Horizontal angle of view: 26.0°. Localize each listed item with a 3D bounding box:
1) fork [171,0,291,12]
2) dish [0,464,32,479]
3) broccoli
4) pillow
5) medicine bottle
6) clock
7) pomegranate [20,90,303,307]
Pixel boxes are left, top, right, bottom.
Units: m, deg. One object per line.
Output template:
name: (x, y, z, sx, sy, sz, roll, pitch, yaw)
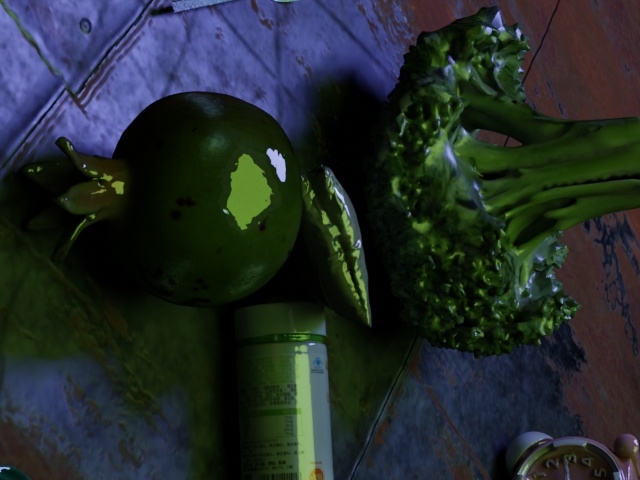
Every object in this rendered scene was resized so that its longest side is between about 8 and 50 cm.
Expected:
fork: (-0.078, -0.244, 1.356, 0.235, 0.021, 0.039, -25, 97, -52)
dish: (-0.259, 0.261, 0.925, 0.246, 0.078, 0.224, 61, 40, -22)
broccoli: (0.193, -0.057, 1.474, 0.249, 0.302, 0.375, 94, -6, -70)
pillow: (0.000, 0.000, 1.271, 0.229, 0.050, 0.148, -155, -129, -81)
medicine bottle: (-0.033, 0.152, 1.256, 0.086, 0.086, 0.183, 11, 73, -52)
clock: (0.287, 0.302, 1.596, 0.093, 0.162, 0.166, 63, 30, -53)
pomegranate: (-0.125, -0.035, 1.123, 0.224, 0.181, 0.181, 6, 76, -33)
